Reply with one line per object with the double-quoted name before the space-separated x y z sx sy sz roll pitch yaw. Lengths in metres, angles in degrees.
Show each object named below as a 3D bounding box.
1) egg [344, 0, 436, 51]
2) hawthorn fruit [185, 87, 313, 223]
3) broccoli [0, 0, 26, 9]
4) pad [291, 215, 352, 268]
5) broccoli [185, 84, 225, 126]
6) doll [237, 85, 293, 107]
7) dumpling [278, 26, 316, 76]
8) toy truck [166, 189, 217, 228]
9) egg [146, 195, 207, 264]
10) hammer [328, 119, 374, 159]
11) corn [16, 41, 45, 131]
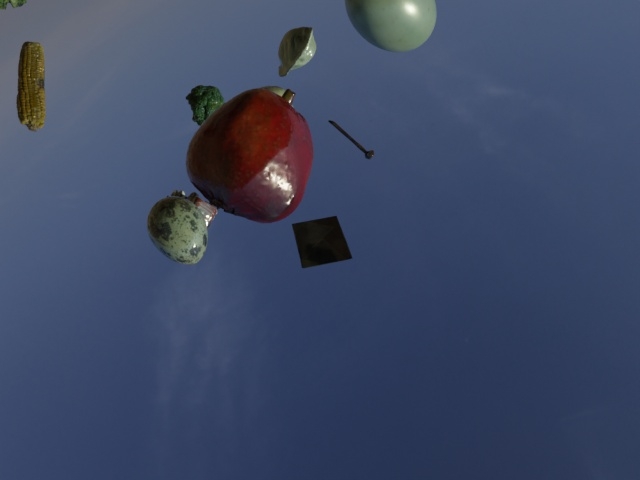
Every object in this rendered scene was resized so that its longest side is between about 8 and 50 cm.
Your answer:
"egg" 0.243 -0.811 1.988 0.276 0.389 0.275 -14 -112 38
"hawthorn fruit" -0.139 -0.196 1.234 0.265 0.265 0.307 22 -94 44
"broccoli" -0.727 -0.575 1.176 0.226 0.176 0.198 35 -96 7
"pad" 0.000 0.000 1.890 0.164 0.004 0.243 -11 -141 -5
"broccoli" -0.457 -0.543 2.339 0.156 0.195 0.195 -28 -155 56
"doll" -0.155 -0.360 1.535 0.155 0.113 0.275 6 -150 21
"dumpling" -0.074 -0.632 1.931 0.108 0.152 0.219 -4 174 -27
"toy truck" -0.476 -0.097 2.012 0.271 0.114 0.135 10 -110 52
"egg" -0.330 -0.022 1.336 0.132 0.132 0.172 -31 -100 -3
"hammer" 0.096 -0.317 1.776 0.021 0.178 0.065 -50 -170 -6
"corn" -1.019 -0.544 2.021 0.097 0.097 0.319 -2 -94 29
